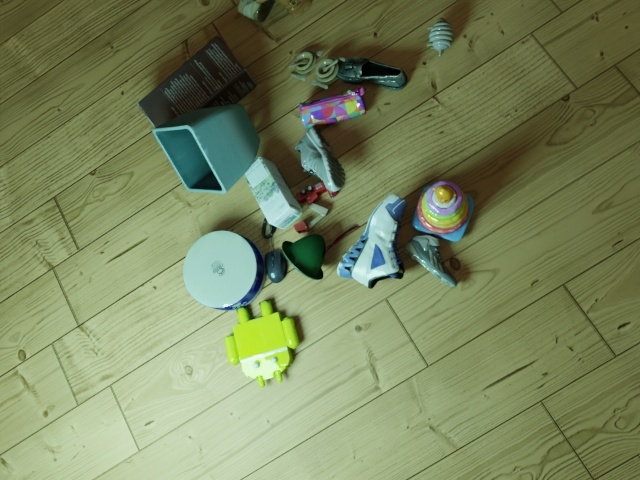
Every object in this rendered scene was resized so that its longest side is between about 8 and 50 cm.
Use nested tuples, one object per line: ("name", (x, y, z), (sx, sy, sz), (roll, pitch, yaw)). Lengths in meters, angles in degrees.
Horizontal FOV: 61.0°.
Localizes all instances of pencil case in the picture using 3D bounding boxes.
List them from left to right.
("pencil case", (0.043, -0.457, 1.870), (0.236, 0.104, 0.104), (-15, 77, 9))

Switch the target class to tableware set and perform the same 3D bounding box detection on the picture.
("tableware set", (-0.021, -0.619, 1.918), (0.194, 0.039, 0.128), (29, 86, 33))

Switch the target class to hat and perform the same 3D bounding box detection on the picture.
("hat", (0.000, 0.000, 1.738), (0.173, 0.208, 0.183), (40, 107, -9))

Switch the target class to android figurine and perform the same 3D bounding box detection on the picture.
("android figurine", (-0.192, 0.341, 1.789), (0.248, 0.056, 0.273), (-16, 75, 8))

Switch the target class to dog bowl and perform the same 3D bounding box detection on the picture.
("dog bowl", (-0.323, 0.102, 1.836), (0.265, 0.104, 0.265), (-2, 79, 12))

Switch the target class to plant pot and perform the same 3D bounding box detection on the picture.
("plant pot", (-0.353, -0.331, 1.829), (0.248, 0.247, 0.252), (9, 43, 46))

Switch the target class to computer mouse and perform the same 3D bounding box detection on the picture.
("computer mouse", (-0.163, 0.026, 1.850), (0.071, 0.041, 0.242), (-13, 76, 10))

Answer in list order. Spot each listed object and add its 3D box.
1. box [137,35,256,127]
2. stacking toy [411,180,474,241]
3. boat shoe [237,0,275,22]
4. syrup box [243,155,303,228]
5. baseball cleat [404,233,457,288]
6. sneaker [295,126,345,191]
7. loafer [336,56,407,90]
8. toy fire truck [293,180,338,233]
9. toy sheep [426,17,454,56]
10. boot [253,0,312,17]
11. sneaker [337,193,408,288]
("box", (-0.442, -0.526, 1.966), (0.381, 0.143, 0.191), (-39, 75, 1))
("stacking toy", (0.368, -0.117, 1.630), (0.175, 0.302, 0.166), (19, 84, 15))
("boat shoe", (-0.194, -0.981, 2.008), (0.110, 0.121, 0.341), (28, 87, 15))
("syrup box", (-0.161, -0.160, 1.830), (0.093, 0.096, 0.237), (-39, 64, 17))
("baseball cleat", (0.365, 0.055, 1.718), (0.206, 0.072, 0.109), (38, 89, 15))
("sneaker", (-0.004, -0.252, 1.829), (0.115, 0.105, 0.281), (-38, 47, 18))
("loafer", (0.169, -0.590, 1.875), (0.267, 0.084, 0.096), (15, 83, 14))
("toy fire truck", (-0.016, -0.118, 1.843), (0.192, 0.047, 0.135), (-25, 76, 5))
("toy sheep", (0.409, -0.691, 1.848), (0.091, 0.091, 0.132), (2, 93, 12))
("boot", (-0.131, -0.866, 1.959), (0.197, 0.152, 0.073), (-29, 53, 6))
("sneaker", (0.211, 0.027, 1.726), (0.182, 0.127, 0.315), (35, 95, 20))
